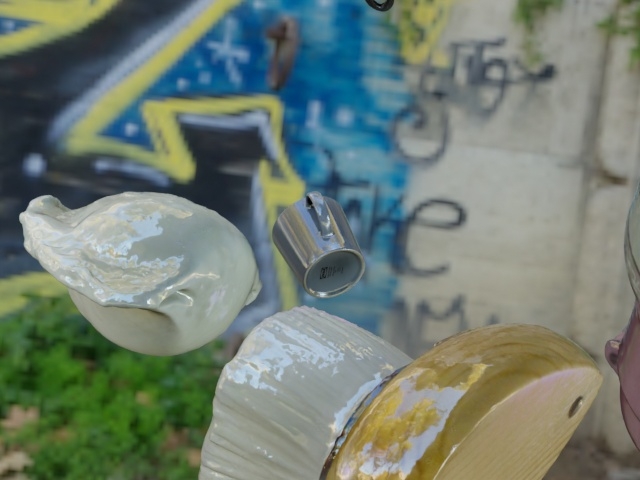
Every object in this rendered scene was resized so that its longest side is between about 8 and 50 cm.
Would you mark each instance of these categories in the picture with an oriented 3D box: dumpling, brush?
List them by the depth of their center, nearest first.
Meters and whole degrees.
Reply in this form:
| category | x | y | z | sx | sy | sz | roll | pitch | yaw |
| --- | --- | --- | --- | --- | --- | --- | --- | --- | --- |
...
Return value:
| category | x | y | z | sx | sy | sz | roll | pitch | yaw |
| --- | --- | --- | --- | --- | --- | --- | --- | --- | --- |
| brush | 0.062 | 0.118 | 1.113 | 0.166 | 0.174 | 0.266 | 30 | 41 | 30 |
| dumpling | -0.149 | 0.014 | 1.368 | 0.179 | 0.131 | 0.252 | 23 | 13 | 22 |

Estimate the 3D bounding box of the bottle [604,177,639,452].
| category | x | y | z | sx | sy | sz | roll | pitch | yaw |
| --- | --- | --- | --- | --- | --- | --- | --- | --- | --- |
| bottle | 0.151 | -0.015 | 0.492 | 0.110 | 0.233 | 0.110 | 5 | 40 | -4 |

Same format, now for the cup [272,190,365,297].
| category | x | y | z | sx | sy | sz | roll | pitch | yaw |
| --- | --- | --- | --- | --- | --- | --- | --- | --- | --- |
| cup | 0.000 | 0.000 | 1.644 | 0.078 | 0.100 | 0.077 | -16 | 46 | -14 |

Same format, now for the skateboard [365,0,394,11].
| category | x | y | z | sx | sy | sz | roll | pitch | yaw |
| --- | --- | --- | --- | --- | --- | --- | --- | --- | --- |
| skateboard | 0.068 | -0.229 | 1.173 | 0.067 | 0.080 | 0.151 | 17 | -39 | -31 |
